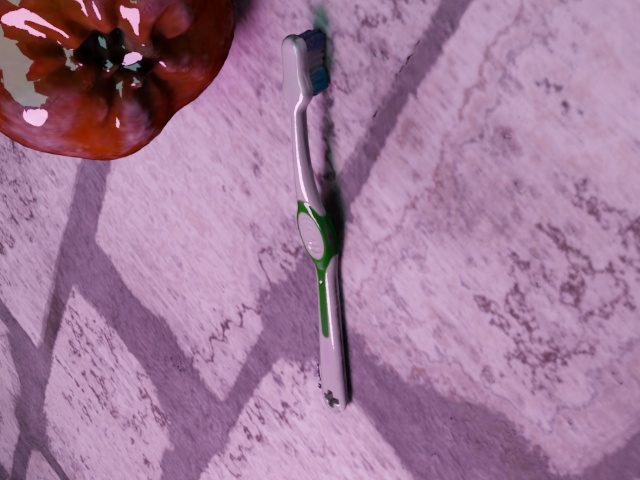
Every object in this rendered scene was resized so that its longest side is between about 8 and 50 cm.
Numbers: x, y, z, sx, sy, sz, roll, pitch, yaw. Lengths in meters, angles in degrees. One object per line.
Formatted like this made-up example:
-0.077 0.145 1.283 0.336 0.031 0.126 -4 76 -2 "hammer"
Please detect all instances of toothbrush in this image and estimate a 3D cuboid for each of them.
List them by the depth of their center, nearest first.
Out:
-0.003 0.002 0.954 0.042 0.040 0.418 21 127 38 "toothbrush"

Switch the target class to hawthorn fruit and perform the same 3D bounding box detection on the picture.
-0.214 -0.215 0.887 0.284 0.284 0.284 27 131 37 "hawthorn fruit"
